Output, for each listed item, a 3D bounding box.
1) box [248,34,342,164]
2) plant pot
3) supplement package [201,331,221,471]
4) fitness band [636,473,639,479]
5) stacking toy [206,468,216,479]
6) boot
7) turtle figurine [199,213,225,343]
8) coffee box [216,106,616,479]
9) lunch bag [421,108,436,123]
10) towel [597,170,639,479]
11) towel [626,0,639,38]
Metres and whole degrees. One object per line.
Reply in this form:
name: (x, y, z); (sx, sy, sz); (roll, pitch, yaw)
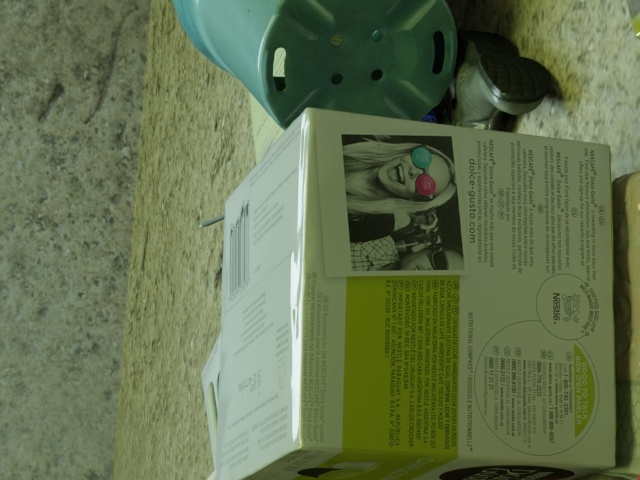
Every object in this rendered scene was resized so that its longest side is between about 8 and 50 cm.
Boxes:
box: (-0.012, -0.188, 2.664); (0.213, 0.117, 0.243); (122, 149, -49)
plant pot: (0.004, -0.292, 2.261); (0.334, 0.341, 0.341); (-119, 40, -59)
supplement package: (-0.034, 0.239, 2.462); (0.199, 0.198, 0.263); (116, 153, -43)
fitness band: (0.345, 0.298, 1.520); (0.209, 0.054, 0.291); (116, 150, -47)
stacking toy: (0.087, 0.407, 2.050); (0.480, 0.350, 0.351); (-1, 82, 52)
boot: (0.205, -0.149, 2.140); (0.246, 0.083, 0.161); (-113, 30, -67)
turtle figurine: (0.000, 0.000, 2.317); (0.275, 0.266, 0.198); (-65, 31, 16)
coffee box: (0.092, 0.088, 1.860); (0.337, 0.334, 0.338); (140, 133, -68)
lunch bag: (0.101, -0.153, 2.393); (0.151, 0.096, 0.129); (-50, 31, 32)
towel: (0.355, 0.083, 1.678); (0.332, 0.053, 0.317); (178, 98, -69)
towel: (0.348, -0.257, 1.866); (0.083, 0.009, 0.060); (124, 147, -52)
